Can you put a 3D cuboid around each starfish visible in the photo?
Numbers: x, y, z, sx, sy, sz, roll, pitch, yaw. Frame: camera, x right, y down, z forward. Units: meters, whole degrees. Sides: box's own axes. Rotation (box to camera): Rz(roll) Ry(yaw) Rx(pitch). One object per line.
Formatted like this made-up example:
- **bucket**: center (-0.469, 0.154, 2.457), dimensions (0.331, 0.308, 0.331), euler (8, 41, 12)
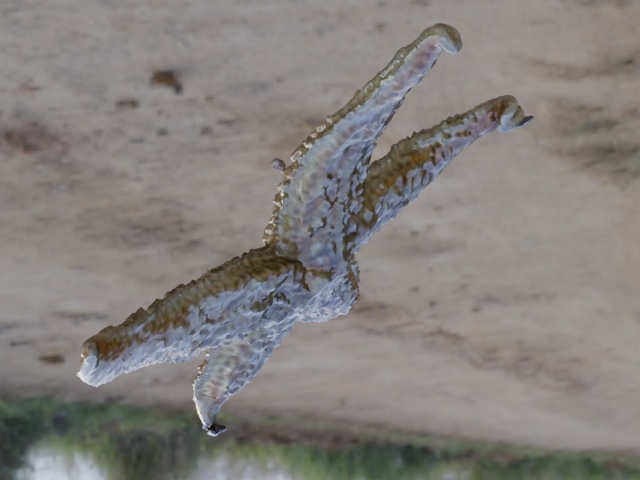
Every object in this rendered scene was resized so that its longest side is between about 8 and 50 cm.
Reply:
- **starfish**: center (-0.003, -0.004, 0.618), dimensions (0.231, 0.048, 0.295), euler (-51, 162, 18)
